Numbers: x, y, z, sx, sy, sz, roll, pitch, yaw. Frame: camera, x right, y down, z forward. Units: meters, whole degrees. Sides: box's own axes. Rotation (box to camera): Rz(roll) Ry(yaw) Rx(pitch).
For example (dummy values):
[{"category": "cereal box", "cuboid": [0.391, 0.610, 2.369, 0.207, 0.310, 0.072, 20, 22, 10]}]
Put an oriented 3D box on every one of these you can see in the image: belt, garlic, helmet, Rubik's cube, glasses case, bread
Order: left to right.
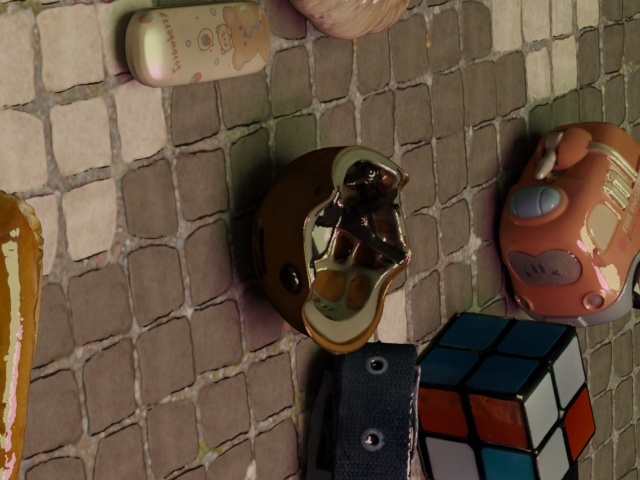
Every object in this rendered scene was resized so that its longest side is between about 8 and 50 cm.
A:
[{"category": "bread", "cuboid": [-0.305, 0.093, 1.226, 0.119, 0.152, 0.288, -175, -89, -87]}, {"category": "glasses case", "cuboid": [-0.119, -0.199, 1.525, 0.204, 0.051, 0.081, -20, 112, -52]}, {"category": "helmet", "cuboid": [0.000, 0.000, 1.654, 0.198, 0.130, 0.224, -14, 116, -49]}, {"category": "belt", "cuboid": [0.049, 0.225, 1.769, 0.122, 0.128, 0.218, 10, 84, -84]}, {"category": "garlic", "cuboid": [0.079, -0.318, 1.643, 0.199, 0.226, 0.199, 1, 88, -52]}, {"category": "Rubik's cube", "cuboid": [0.233, 0.215, 1.967, 0.167, 0.183, 0.180, -43, 126, -42]}]

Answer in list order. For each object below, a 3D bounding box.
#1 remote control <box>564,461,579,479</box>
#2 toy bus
[{"category": "remote control", "cuboid": [0.349, 0.409, 2.257, 0.144, 0.062, 0.399, -30, 118, -48]}, {"category": "toy bus", "cuboid": [0.363, -0.034, 2.116, 0.232, 0.194, 0.288, 51, 54, -35]}]
